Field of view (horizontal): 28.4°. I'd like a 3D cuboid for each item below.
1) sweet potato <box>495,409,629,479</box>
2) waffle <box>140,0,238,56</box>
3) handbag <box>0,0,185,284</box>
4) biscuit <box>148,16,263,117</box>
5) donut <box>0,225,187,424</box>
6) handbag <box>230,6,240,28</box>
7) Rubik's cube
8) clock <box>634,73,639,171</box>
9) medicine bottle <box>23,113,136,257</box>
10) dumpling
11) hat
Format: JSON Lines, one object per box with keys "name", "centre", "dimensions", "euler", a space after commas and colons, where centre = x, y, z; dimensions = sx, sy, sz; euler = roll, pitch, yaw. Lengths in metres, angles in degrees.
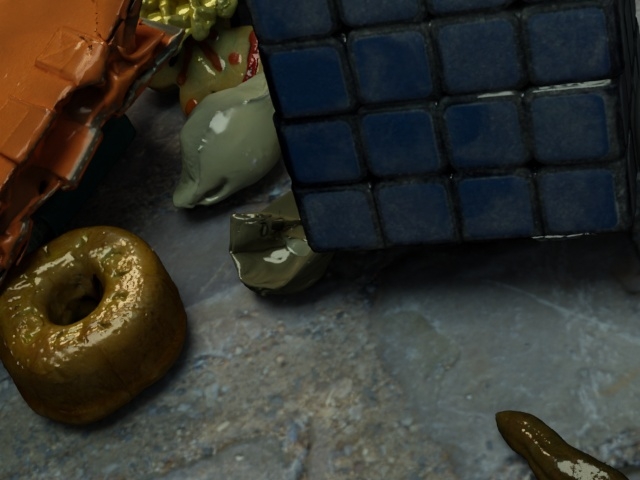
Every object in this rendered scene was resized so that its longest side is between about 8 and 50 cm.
{"name": "sweet potato", "centre": [0.222, 0.207, 1.159], "dimensions": [0.054, 0.053, 0.182], "euler": [-46, 52, -11]}
{"name": "waffle", "centre": [-0.193, -0.360, 1.639], "dimensions": [0.250, 0.056, 0.261], "euler": [33, 77, 23]}
{"name": "handbag", "centre": [-0.365, -0.128, 1.478], "dimensions": [0.303, 0.116, 0.410], "euler": [23, 74, 48]}
{"name": "biscuit", "centre": [-0.137, -0.227, 1.625], "dimensions": [0.234, 0.030, 0.153], "euler": [10, 82, 22]}
{"name": "donut", "centre": [-0.259, 0.088, 1.403], "dimensions": [0.227, 0.114, 0.226], "euler": [-11, 48, 12]}
{"name": "handbag", "centre": [-0.167, -0.484, 1.796], "dimensions": [0.317, 0.180, 0.416], "euler": [19, 68, 29]}
{"name": "Rubik's cube", "centre": [0.144, -0.219, 1.292], "dimensions": [0.344, 0.337, 0.343], "euler": [-4, 32, 16]}
{"name": "clock", "centre": [0.454, -0.095, 1.143], "dimensions": [0.339, 0.338, 0.102], "euler": [-18, 29, 7]}
{"name": "medicine bottle", "centre": [-0.334, -0.088, 1.596], "dimensions": [0.124, 0.079, 0.258], "euler": [17, 61, 28]}
{"name": "dumpling", "centre": [-0.118, -0.124, 1.532], "dimensions": [0.181, 0.111, 0.155], "euler": [-27, 20, -6]}
{"name": "hat", "centre": [0.000, 0.000, 1.413], "dimensions": [0.175, 0.085, 0.147], "euler": [-28, 33, -33]}
